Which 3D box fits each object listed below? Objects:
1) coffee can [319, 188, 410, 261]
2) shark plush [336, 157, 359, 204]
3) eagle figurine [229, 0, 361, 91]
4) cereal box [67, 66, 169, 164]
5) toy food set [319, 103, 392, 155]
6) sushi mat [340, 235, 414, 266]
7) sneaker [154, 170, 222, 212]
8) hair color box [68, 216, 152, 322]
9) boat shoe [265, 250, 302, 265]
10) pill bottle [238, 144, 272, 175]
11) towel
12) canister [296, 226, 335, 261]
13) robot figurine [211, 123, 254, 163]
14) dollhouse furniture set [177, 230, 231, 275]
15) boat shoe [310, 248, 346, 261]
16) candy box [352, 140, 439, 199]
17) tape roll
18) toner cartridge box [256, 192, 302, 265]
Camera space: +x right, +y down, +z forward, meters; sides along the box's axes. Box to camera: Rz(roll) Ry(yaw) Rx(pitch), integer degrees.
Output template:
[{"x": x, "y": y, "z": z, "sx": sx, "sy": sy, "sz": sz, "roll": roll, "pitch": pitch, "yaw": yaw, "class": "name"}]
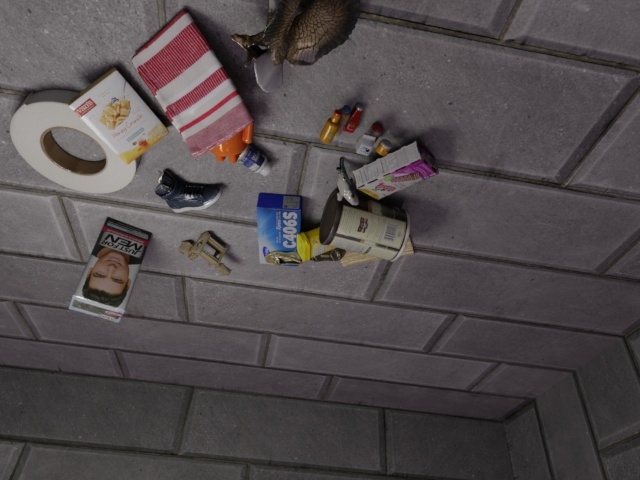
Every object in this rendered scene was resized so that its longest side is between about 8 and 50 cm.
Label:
[{"x": 0.155, "y": -0.050, "z": 1.715, "sx": 0.275, "sy": 0.202, "sz": 0.202, "roll": 14, "pitch": 140, "yaw": -13, "class": "coffee can"}, {"x": 0.084, "y": -0.193, "z": 1.602, "sx": 0.067, "sy": 0.161, "sz": 0.073, "roll": -13, "pitch": 165, "yaw": -43, "class": "shark plush"}, {"x": -0.072, "y": -0.530, "z": 1.158, "sx": 0.298, "sy": 0.226, "sz": 0.225, "roll": -20, "pitch": 115, "yaw": 33, "class": "eagle figurine"}, {"x": -0.600, "y": -0.368, "z": 1.437, "sx": 0.173, "sy": 0.047, "sz": 0.240, "roll": -40, "pitch": 134, "yaw": -3, "class": "cereal box"}, {"x": 0.119, "y": -0.339, "z": 1.435, "sx": 0.232, "sy": 0.111, "sz": 0.104, "roll": 11, "pitch": 139, "yaw": -20, "class": "toy food set"}, {"x": 0.222, "y": 0.038, "z": 1.964, "sx": 0.316, "sy": 0.019, "sz": 0.151, "roll": -11, "pitch": 138, "yaw": 17, "class": "sushi mat"}, {"x": -0.478, "y": -0.181, "z": 1.693, "sx": 0.226, "sy": 0.086, "sz": 0.163, "roll": -11, "pitch": 141, "yaw": 19, "class": "sneaker"}, {"x": -0.801, "y": 0.109, "z": 1.844, "sx": 0.185, "sy": 0.375, "sz": 0.113, "roll": 22, "pitch": 137, "yaw": -22, "class": "hair color box"}, {"x": -0.146, "y": 0.076, "z": 1.895, "sx": 0.152, "sy": 0.048, "sz": 0.056, "roll": -2, "pitch": 141, "yaw": 5, "class": "boat shoe"}, {"x": -0.220, "y": -0.267, "z": 1.583, "sx": 0.067, "sy": 0.067, "sz": 0.120, "roll": -30, "pitch": 130, "yaw": 35, "class": "pill bottle"}, {"x": -0.354, "y": -0.417, "z": 1.317, "sx": 0.237, "sy": 0.037, "sz": 0.329, "roll": -24, "pitch": 105, "yaw": 29, "class": "towel"}, {"x": 0.000, "y": 0.000, "z": 1.838, "sx": 0.169, "sy": 0.073, "sz": 0.126, "roll": -21, "pitch": 145, "yaw": -18, "class": "canister"}, {"x": -0.286, "y": -0.343, "z": 1.438, "sx": 0.128, "sy": 0.158, "sz": 0.220, "roll": -30, "pitch": 138, "yaw": -28, "class": "robot figurine"}, {"x": -0.469, "y": 0.052, "z": 2.004, "sx": 0.160, "sy": 0.101, "sz": 0.182, "roll": 4, "pitch": 149, "yaw": 41, "class": "dollhouse furniture set"}, {"x": 0.017, "y": 0.051, "z": 1.951, "sx": 0.189, "sy": 0.072, "sz": 0.068, "roll": 8, "pitch": 109, "yaw": 30, "class": "boat shoe"}, {"x": 0.245, "y": -0.222, "z": 1.558, "sx": 0.233, "sy": 0.071, "sz": 0.159, "roll": -22, "pitch": 159, "yaw": 29, "class": "candy box"}, {"x": -0.795, "y": -0.312, "z": 1.568, "sx": 0.391, "sy": 0.072, "sz": 0.392, "roll": 2, "pitch": 142, "yaw": 2, "class": "tape roll"}, {"x": -0.158, "y": -0.033, "z": 1.861, "sx": 0.165, "sy": 0.075, "sz": 0.348, "roll": 5, "pitch": 141, "yaw": 0, "class": "toner cartridge box"}]
